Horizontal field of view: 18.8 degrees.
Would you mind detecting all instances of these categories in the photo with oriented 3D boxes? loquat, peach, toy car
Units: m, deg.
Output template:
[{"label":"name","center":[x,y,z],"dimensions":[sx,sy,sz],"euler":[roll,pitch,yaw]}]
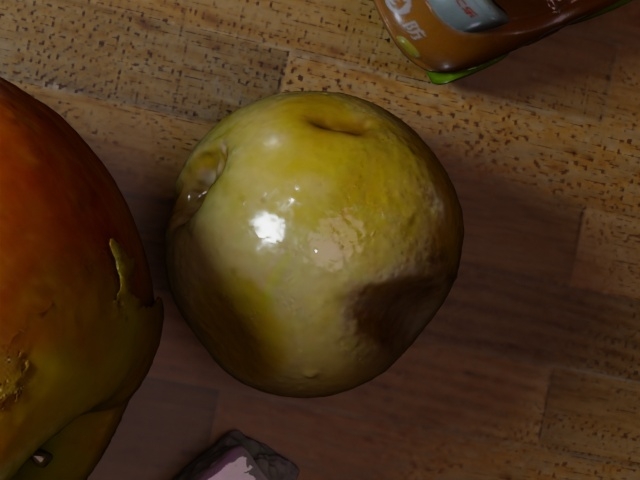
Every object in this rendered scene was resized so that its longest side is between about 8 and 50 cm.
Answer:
[{"label":"loquat","center":[-0.001,0.005,1.312],"dimensions":[0.213,0.213,0.213],"euler":[-1,92,-15]},{"label":"peach","center":[-0.290,0.033,1.172],"dimensions":[0.370,0.370,0.370],"euler":[-1,92,-15]},{"label":"toy car","center":[0.150,-0.209,1.332],"dimensions":[0.235,0.235,0.145],"euler":[-26,98,-12]}]

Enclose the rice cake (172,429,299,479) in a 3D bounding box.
[{"label":"rice cake","center":[-0.162,0.264,1.352],"dimensions":[0.365,0.056,0.073],"euler":[-38,103,-10]}]
